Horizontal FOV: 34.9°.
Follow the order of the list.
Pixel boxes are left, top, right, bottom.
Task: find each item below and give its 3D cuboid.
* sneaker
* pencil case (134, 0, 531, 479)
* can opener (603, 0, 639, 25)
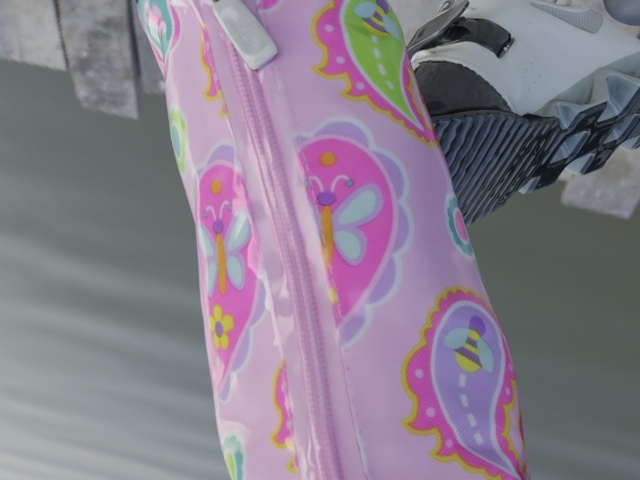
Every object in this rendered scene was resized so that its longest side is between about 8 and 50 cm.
[{"bbox_3d":[0.096,-0.099,0.689,0.146,0.330,0.122,53,137,22],"label":"sneaker"},{"bbox_3d":[0.000,0.000,0.414,0.124,0.284,0.124,-12,164,-3],"label":"pencil case"},{"bbox_3d":[0.174,-0.092,0.416,0.095,0.283,0.076,8,102,6],"label":"can opener"}]
